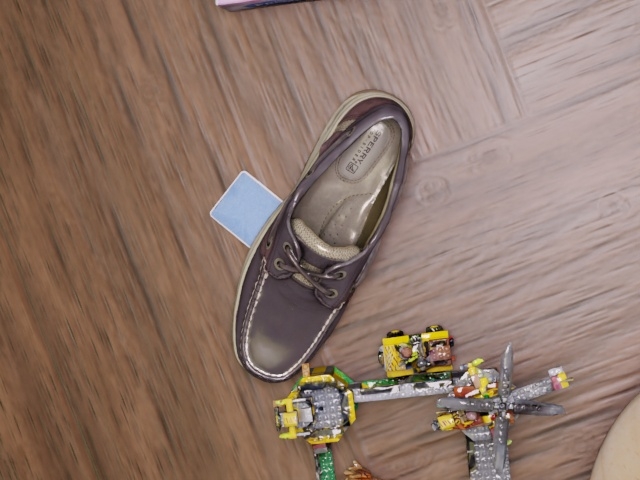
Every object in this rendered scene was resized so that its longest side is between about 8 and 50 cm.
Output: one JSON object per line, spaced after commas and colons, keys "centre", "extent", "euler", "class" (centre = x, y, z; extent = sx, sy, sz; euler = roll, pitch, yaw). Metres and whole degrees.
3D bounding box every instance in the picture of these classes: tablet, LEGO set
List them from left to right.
{"centre": [-0.055, -0.019, 1.423], "extent": [0.083, 0.006, 0.054], "euler": [39, 98, 4], "class": "tablet"}
{"centre": [0.081, 0.245, 1.311], "extent": [0.255, 0.192, 0.331], "euler": [1, 93, 4], "class": "LEGO set"}

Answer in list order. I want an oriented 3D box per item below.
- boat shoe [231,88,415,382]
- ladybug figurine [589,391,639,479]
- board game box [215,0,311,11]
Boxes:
{"centre": [0.000, 0.000, 1.367], "extent": [0.103, 0.092, 0.285], "euler": [28, 97, -3], "class": "boat shoe"}
{"centre": [0.385, 0.296, 1.282], "extent": [0.305, 0.162, 0.449], "euler": [-21, 90, 17], "class": "ladybug figurine"}
{"centre": [0.050, -0.378, 1.354], "extent": [0.318, 0.066, 0.318], "euler": [-6, 92, 10], "class": "board game box"}
